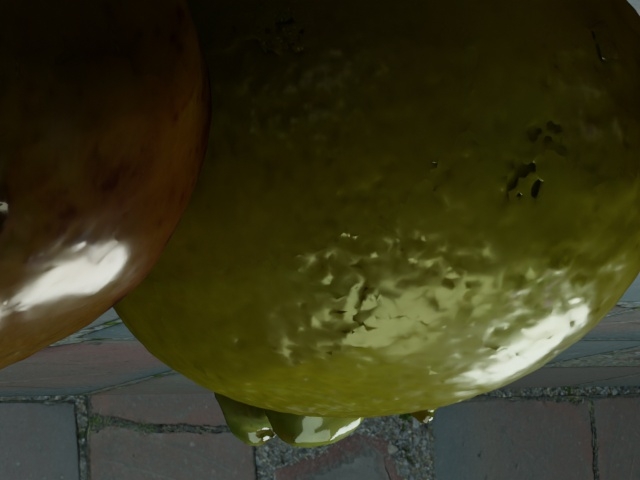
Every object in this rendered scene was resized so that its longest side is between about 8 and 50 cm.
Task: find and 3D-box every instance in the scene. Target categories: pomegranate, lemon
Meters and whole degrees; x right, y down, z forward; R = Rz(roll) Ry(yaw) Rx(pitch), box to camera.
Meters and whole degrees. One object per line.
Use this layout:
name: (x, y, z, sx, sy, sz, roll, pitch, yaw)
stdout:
pomegranate: (-0.161, -0.059, 0.674, 0.248, 0.248, 0.248, -4, 171, -1)
lemon: (0.019, -0.037, 0.832, 0.263, 0.236, 0.236, -24, 168, 5)

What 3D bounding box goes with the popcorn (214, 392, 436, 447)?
popcorn: (0.000, 0.000, 1.127, 0.286, 0.215, 0.252, -5, 134, 38)
